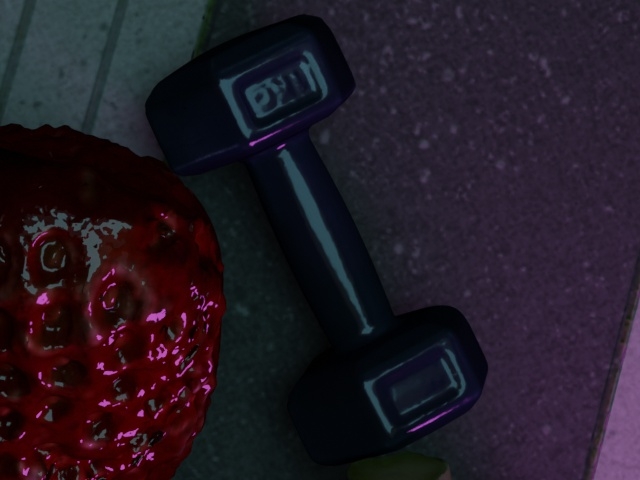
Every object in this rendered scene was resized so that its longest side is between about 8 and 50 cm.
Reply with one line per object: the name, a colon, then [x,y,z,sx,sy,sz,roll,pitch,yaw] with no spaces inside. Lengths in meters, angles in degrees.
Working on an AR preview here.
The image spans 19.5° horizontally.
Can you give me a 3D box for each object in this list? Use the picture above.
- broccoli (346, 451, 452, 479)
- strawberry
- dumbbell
broccoli: [0.091,0.298,1.337,0.235,0.288,0.259,25,122,16]
strawberry: [-0.193,0.051,1.220,0.317,0.345,0.295,39,73,-12]
dumbbell: [0.000,0.000,1.381,0.144,0.160,0.324,-25,96,15]
